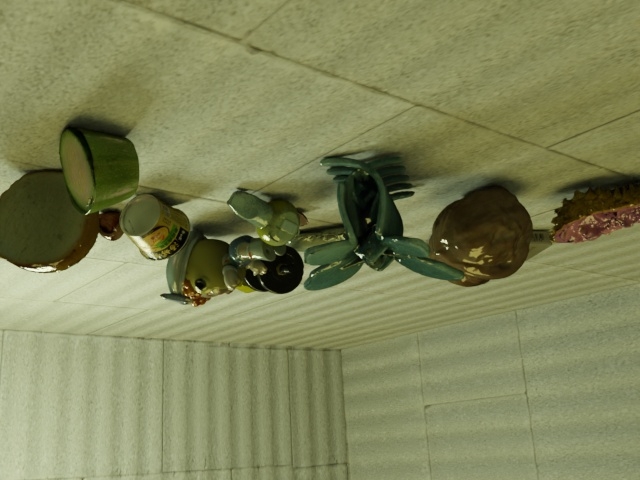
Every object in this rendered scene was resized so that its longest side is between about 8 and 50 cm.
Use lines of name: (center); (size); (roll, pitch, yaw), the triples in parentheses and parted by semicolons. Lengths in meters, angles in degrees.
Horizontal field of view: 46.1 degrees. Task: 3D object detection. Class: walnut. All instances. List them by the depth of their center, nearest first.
walnut: (0.402, -0.006, 1.905); (0.273, 0.227, 0.273); (-24, 178, -1)

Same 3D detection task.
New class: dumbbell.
dumbbell: (-0.143, 0.084, 2.219); (0.143, 0.143, 0.325); (4, 177, -24)

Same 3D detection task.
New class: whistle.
whistle: (-0.141, -0.062, 1.882); (0.223, 0.123, 0.122); (27, 149, -33)

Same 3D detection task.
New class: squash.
squash: (-0.431, -0.137, 1.470); (0.122, 0.170, 0.170); (-7, 169, -37)

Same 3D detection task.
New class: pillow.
pillow: (0.000, 0.000, 2.202); (0.229, 0.051, 0.128); (-7, 161, 19)

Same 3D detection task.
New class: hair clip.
hair clip: (0.117, -0.039, 1.739); (0.391, 0.239, 0.318); (-5, 163, 15)

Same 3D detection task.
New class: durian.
durian: (0.732, -0.093, 1.928); (0.341, 0.112, 0.191); (-19, 150, 22)

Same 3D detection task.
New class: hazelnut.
hazelnut: (-0.540, -0.039, 1.934); (0.086, 0.087, 0.086); (-3, 164, -1)

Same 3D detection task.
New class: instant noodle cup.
instant noodle cup: (-0.412, -0.040, 1.850); (0.151, 0.152, 0.122); (-8, 152, 16)

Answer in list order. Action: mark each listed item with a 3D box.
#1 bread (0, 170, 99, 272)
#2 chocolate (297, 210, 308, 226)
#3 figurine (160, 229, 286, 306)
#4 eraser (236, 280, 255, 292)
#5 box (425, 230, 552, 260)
bread: (-0.596, -0.039, 1.638); (0.235, 0.236, 0.070); (-3, 164, 1)
chocolate: (-0.084, -0.059, 2.016); (0.100, 0.031, 0.064); (-18, 141, 31)
figurine: (-0.258, 0.044, 2.071); (0.381, 0.205, 0.224); (-21, -172, 24)
eraser: (-0.241, 0.097, 2.364); (0.045, 0.123, 0.097); (-12, 163, 20)
box: (0.511, 0.020, 2.360); (0.364, 0.051, 0.204); (0, 164, -9)
